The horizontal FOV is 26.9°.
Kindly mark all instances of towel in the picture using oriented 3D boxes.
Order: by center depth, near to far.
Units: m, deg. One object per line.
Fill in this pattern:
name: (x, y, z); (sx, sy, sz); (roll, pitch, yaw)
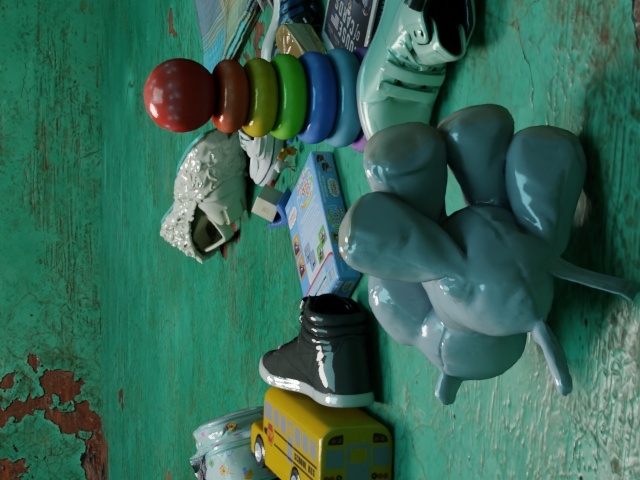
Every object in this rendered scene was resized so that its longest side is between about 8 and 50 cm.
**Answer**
towel: (-0.171, -0.464, 2.425); (0.370, 0.040, 0.271); (131, 133, -64)

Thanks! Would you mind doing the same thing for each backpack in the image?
backpack: (-0.115, 0.342, 2.149); (0.188, 0.166, 0.144); (161, 96, -68)

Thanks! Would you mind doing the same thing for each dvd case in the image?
dvd case: (0.055, -0.331, 1.781); (0.179, 0.029, 0.238); (-114, 29, -48)

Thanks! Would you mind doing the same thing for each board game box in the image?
board game box: (0.000, 0.000, 1.965); (0.160, 0.039, 0.211); (117, 145, -55)

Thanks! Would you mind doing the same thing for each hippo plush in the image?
hippo plush: (0.163, 0.023, 1.316); (0.294, 0.234, 0.236); (33, 158, 17)

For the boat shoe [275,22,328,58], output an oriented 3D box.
boat shoe: (0.002, -0.243, 1.902); (0.170, 0.059, 0.063); (60, 146, 14)

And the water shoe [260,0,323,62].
water shoe: (-0.027, -0.338, 1.990); (0.080, 0.073, 0.203); (17, 100, 30)

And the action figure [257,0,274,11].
action figure: (-0.100, -0.456, 2.083); (0.285, 0.099, 0.185); (-116, 13, -69)

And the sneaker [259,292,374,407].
sneaker: (-0.005, 0.144, 1.913); (0.296, 0.104, 0.147); (-173, 83, -65)

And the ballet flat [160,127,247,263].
ballet flat: (-0.194, -0.071, 2.449); (0.409, 0.147, 0.147); (123, 141, -64)

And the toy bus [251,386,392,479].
toy bus: (-0.007, 0.287, 1.908); (0.333, 0.108, 0.130); (-160, 69, -70)

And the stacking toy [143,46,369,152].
stacking toy: (-0.051, -0.171, 1.639); (0.141, 0.330, 0.141); (177, 90, -71)

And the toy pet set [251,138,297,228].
toy pet set: (-0.054, -0.082, 2.124); (0.114, 0.065, 0.122); (-62, -3, -42)

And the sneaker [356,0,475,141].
sneaker: (0.108, -0.195, 1.523); (0.151, 0.094, 0.256); (-118, 34, -64)

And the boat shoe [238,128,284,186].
boat shoe: (-0.099, -0.180, 2.182); (0.226, 0.076, 0.083); (105, 155, -42)
